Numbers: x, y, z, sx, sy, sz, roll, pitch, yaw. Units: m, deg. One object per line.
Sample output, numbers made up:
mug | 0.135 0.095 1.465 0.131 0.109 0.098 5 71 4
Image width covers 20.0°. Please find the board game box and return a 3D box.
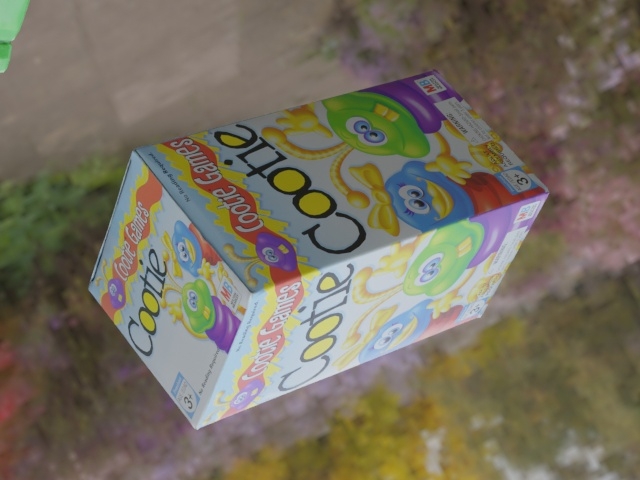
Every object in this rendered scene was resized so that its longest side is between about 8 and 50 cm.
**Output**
board game box | 0.000 0.000 1.283 0.275 0.142 0.144 -18 146 -37

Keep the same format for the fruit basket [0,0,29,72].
fruit basket | -0.512 -0.342 1.880 0.392 0.392 0.283 -17 131 -67
